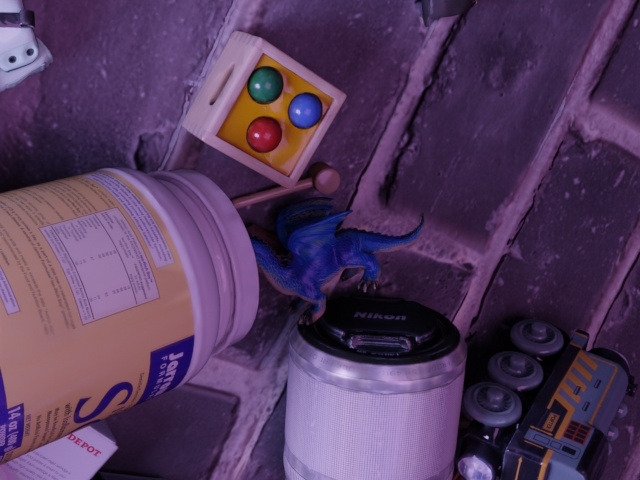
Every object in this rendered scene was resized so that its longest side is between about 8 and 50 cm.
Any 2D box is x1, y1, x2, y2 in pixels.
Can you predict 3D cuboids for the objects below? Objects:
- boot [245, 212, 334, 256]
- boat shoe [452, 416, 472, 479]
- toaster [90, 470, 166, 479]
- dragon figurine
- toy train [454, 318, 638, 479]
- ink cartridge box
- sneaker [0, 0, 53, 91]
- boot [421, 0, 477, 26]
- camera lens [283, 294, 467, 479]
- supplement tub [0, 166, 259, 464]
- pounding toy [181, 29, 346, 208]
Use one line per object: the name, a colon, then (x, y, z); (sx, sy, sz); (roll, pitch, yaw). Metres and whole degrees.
boot: (-0.047, -0.004, 1.094); (0.114, 0.037, 0.106); (24, 94, -26)
boat shoe: (0.198, 0.440, 1.321); (0.123, 0.123, 0.342); (3, 106, -27)
toaster: (-0.238, 0.382, 1.063); (0.110, 0.186, 0.168); (14, 93, -32)
dragon figurine: (0.000, 0.000, 1.047); (0.289, 0.085, 0.144); (-28, 111, -11)
toy train: (0.311, 0.235, 1.209); (0.334, 0.190, 0.142); (-39, 143, -49)
ink cartridge box: (-0.341, 0.256, 1.016); (0.175, 0.072, 0.127); (-48, 121, -4)
sneaker: (-0.332, -0.130, 0.872); (0.151, 0.094, 0.255); (-12, 114, -26)
boot: (0.200, -0.350, 1.077); (0.198, 0.077, 0.137); (-15, 119, -7)
camera lens: (0.065, 0.220, 1.120); (0.219, 0.219, 0.274); (-6, 111, -25)
supplement tub: (-0.251, 0.062, 0.862); (0.331, 0.241, 0.241); (-19, 117, -39)
pounding toy: (-0.046, -0.107, 1.021); (0.206, 0.094, 0.181); (28, 94, -31)
